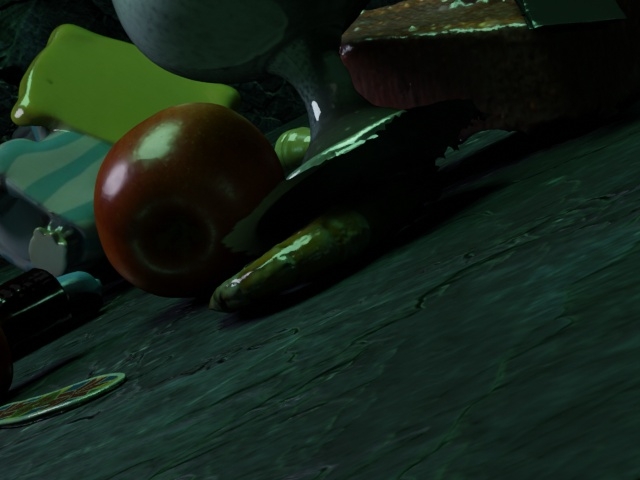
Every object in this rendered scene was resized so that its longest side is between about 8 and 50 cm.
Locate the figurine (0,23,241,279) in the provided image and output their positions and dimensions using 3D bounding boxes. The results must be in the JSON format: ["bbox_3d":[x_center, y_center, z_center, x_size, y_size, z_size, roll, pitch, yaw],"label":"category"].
[{"bbox_3d":[-0.289,-0.011,1.963,0.361,0.266,0.378,-49,-12,-45],"label":"figurine"}]

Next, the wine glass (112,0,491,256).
[{"bbox_3d":[-0.038,-0.179,1.264,0.238,0.323,0.238,-26,-16,-8],"label":"wine glass"}]

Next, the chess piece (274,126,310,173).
[{"bbox_3d":[0.002,-0.115,2.092,0.066,0.066,0.122,-29,12,-33],"label":"chess piece"}]

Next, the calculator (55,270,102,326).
[{"bbox_3d":[-0.344,0.103,1.667,0.293,0.051,0.173,-28,6,-27],"label":"calculator"}]

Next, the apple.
[{"bbox_3d":[-0.109,-0.030,1.386,0.163,0.163,0.139,-23,16,22],"label":"apple"}]

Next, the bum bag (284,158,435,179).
[{"bbox_3d":[0.012,-0.047,1.472,0.106,0.060,0.232,-27,6,-30],"label":"bum bag"}]

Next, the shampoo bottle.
[{"bbox_3d":[-0.320,0.103,1.334,0.278,0.104,0.104,-30,8,-37],"label":"shampoo bottle"}]

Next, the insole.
[{"bbox_3d":[-0.202,0.118,1.195,0.065,0.006,0.193,-31,9,-42],"label":"insole"}]

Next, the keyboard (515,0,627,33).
[{"bbox_3d":[0.184,-0.194,1.307,0.074,0.015,0.196,-2,25,-2],"label":"keyboard"}]

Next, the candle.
[{"bbox_3d":[0.148,-0.165,1.406,0.317,0.131,0.287,-17,16,-10],"label":"candle"}]

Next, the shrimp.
[{"bbox_3d":[0.000,0.000,1.217,0.217,0.051,0.150,-29,0,-41],"label":"shrimp"}]
